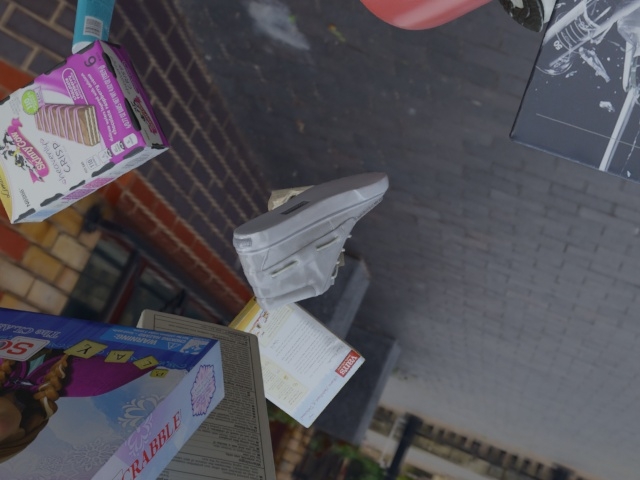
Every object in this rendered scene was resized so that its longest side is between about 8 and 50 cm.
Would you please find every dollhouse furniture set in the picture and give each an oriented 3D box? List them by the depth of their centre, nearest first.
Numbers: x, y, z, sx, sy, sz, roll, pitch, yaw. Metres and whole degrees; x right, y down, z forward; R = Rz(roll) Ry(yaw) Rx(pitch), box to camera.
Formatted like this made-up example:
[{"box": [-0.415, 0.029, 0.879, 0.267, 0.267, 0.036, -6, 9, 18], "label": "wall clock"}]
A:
[{"box": [0.004, -0.016, 1.645, 0.101, 0.160, 0.182, -5, 180, 33], "label": "dollhouse furniture set"}]

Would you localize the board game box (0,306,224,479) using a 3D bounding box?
[{"box": [-0.286, 0.155, 0.718, 0.319, 0.065, 0.318, 6, -156, 18], "label": "board game box"}]

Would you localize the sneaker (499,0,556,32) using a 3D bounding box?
[{"box": [0.349, -0.553, 1.586, 0.158, 0.182, 0.410, 78, 168, -69], "label": "sneaker"}]

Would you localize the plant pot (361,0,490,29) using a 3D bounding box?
[{"box": [0.190, -0.426, 1.187, 0.275, 0.274, 0.243, 32, 169, -29], "label": "plant pot"}]

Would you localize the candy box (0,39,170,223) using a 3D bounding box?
[{"box": [-0.340, -0.142, 1.224, 0.159, 0.233, 0.071, 64, -161, 5], "label": "candy box"}]

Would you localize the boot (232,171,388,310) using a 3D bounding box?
[{"box": [0.000, 0.000, 1.256, 0.095, 0.258, 0.123, 12, 123, 54], "label": "boot"}]

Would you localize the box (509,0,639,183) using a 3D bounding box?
[{"box": [0.389, -0.192, 0.807, 0.343, 0.312, 0.179, 21, -157, 14], "label": "box"}]

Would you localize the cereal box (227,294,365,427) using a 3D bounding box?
[{"box": [-0.060, 0.212, 1.689, 0.240, 0.173, 0.047, 41, 180, -18], "label": "cereal box"}]

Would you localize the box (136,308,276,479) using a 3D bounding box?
[{"box": [-0.136, 0.213, 0.938, 0.148, 0.121, 0.311, 16, -156, -15], "label": "box"}]

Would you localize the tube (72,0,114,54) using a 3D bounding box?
[{"box": [-0.376, -0.393, 1.523, 0.052, 0.207, 0.080, -19, 145, 30], "label": "tube"}]
